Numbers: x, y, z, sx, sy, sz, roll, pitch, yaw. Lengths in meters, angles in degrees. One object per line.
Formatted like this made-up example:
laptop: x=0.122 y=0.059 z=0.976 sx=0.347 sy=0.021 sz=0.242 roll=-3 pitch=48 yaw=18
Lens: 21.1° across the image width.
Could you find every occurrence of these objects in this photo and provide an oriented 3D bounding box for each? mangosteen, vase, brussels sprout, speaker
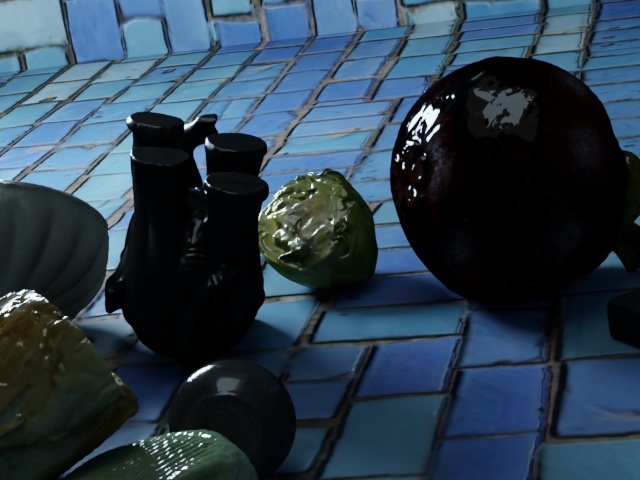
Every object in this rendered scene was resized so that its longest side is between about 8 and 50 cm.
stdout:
mangosteen: x=0.227 y=-0.071 z=1.963 sx=0.293 sy=0.297 sz=0.297 roll=-14 pitch=17 yaw=-7
vase: x=-0.078 y=0.169 z=1.650 sx=0.120 sy=0.120 sz=0.183 roll=-7 pitch=2 yaw=6
brussels sprout: x=0.002 y=0.000 z=2.130 sx=0.149 sy=0.122 sz=0.152 roll=-8 pitch=51 yaw=29
speaker: x=0.388 y=0.094 z=1.744 sx=0.082 sy=0.044 sz=0.218 roll=-17 pitch=19 yaw=-23

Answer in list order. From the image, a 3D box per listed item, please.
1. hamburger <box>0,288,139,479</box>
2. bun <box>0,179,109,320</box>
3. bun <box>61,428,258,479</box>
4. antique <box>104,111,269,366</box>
hamburger: x=-0.308 y=0.164 z=1.564 sx=0.209 sy=0.162 sz=0.330 roll=-36 pitch=9 yaw=-23
bun: x=-0.383 y=0.054 z=2.057 sx=0.263 sy=0.175 sz=0.263 roll=0 pitch=-25 yaw=0
bun: x=-0.149 y=0.241 z=1.441 sx=0.221 sy=0.108 sz=0.221 roll=-16 pitch=11 yaw=3
antique: x=-0.153 y=0.005 z=1.972 sx=0.185 sy=0.255 sz=0.322 roll=1 pitch=23 yaw=-8
